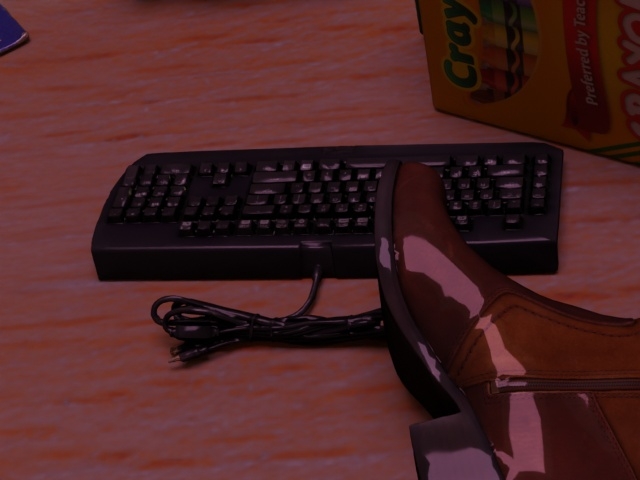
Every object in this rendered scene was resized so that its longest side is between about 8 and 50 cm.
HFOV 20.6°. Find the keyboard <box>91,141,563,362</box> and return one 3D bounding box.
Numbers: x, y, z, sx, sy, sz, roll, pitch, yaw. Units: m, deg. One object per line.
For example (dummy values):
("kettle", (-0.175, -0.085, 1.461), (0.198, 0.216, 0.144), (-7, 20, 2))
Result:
("keyboard", (0.000, 0.000, 1.175), (0.317, 0.033, 0.202), (-2, 44, 12))

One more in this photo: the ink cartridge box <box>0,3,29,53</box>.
("ink cartridge box", (-0.453, -0.198, 1.456), (0.324, 0.071, 0.330), (-29, 44, -17))

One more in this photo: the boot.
("boot", (0.179, 0.042, 1.024), (0.280, 0.096, 0.264), (-12, 51, 0))

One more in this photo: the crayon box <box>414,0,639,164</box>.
("crayon box", (0.175, -0.160, 1.179), (0.318, 0.202, 0.081), (18, 51, 30))
